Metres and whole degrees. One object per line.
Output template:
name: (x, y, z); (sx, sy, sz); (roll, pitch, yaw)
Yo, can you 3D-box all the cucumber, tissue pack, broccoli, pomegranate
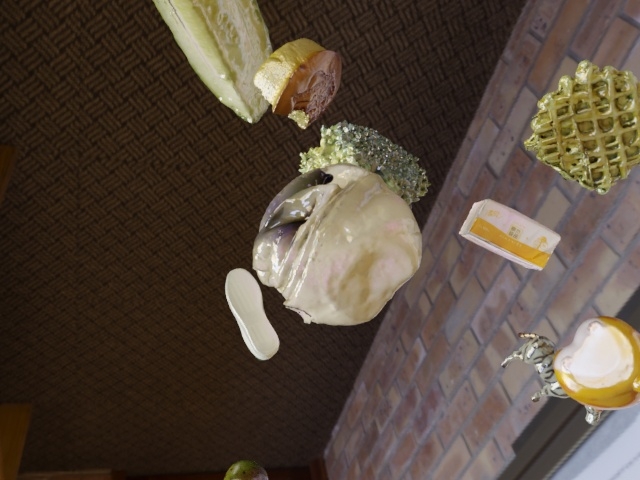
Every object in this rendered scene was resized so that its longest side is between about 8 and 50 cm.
cucumber: (-0.173, -0.353, 0.995); (0.145, 0.105, 0.325); (-50, 145, -15)
tissue pack: (0.529, -0.018, 1.626); (0.225, 0.185, 0.124); (27, 91, 4)
broccoli: (0.108, -0.115, 1.408); (0.293, 0.348, 0.281); (27, 115, -29)
pomegranate: (-0.183, 0.589, 1.365); (0.130, 0.130, 0.130); (-7, 131, -8)

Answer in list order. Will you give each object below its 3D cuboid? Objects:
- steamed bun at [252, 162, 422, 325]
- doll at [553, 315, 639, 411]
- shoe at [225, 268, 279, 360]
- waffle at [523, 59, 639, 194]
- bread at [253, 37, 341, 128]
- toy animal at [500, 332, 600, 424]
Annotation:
steamed bun: (0.000, 0.000, 0.948); (0.206, 0.275, 0.320); (28, 147, -25)
doll: (0.525, 0.235, 1.065); (0.167, 0.162, 0.269); (-49, 159, 4)
shoe: (-0.193, 0.210, 1.570); (0.095, 0.265, 0.110); (-17, 154, -19)
waffle: (0.688, -0.278, 1.432); (0.317, 0.073, 0.297); (27, 117, -6)
bread: (-0.026, -0.244, 0.878); (0.125, 0.086, 0.156); (-53, 163, 10)
toy animal: (0.561, 0.336, 1.388); (0.089, 0.255, 0.170); (-28, 146, -33)
